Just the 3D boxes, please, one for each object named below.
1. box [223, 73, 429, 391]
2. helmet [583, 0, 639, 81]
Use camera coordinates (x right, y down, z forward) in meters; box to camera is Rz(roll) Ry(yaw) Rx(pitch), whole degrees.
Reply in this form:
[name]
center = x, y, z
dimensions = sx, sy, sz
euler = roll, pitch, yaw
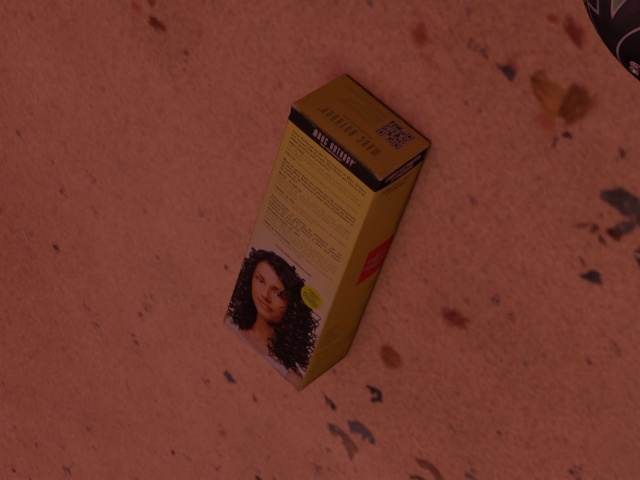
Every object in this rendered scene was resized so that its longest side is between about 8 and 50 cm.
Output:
[box]
center = 0.000, 0.000, 1.213
dimensions = 0.087, 0.058, 0.232
euler = 40, 138, 20
[helmet]
center = 0.202, -0.146, 0.815
dimensions = 0.161, 0.169, 0.169
euler = 11, 124, 26
